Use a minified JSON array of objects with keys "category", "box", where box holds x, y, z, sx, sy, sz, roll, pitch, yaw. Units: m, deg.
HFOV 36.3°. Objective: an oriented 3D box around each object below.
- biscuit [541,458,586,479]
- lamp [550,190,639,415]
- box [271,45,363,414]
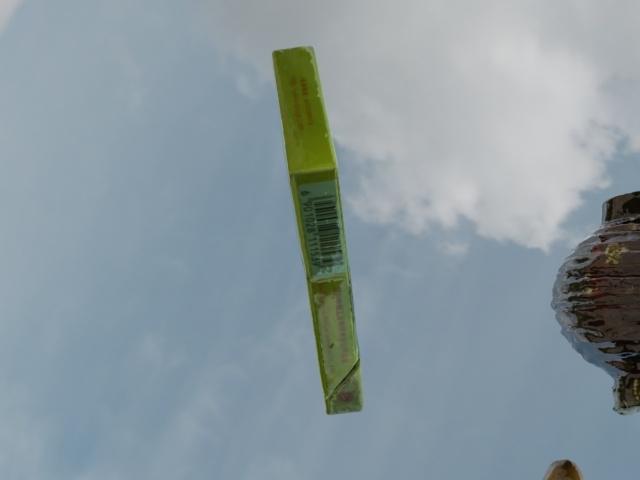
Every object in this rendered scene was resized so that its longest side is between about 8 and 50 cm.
[{"category":"biscuit","box":[0.280,0.344,0.986,0.208,0.047,0.164,39,-99,9]},{"category":"lamp","box":[0.359,0.068,0.999,0.247,0.247,0.247,-2,-93,39]},{"category":"box","box":[0.000,0.000,0.962,0.187,0.047,0.335,-100,-178,-46]}]
